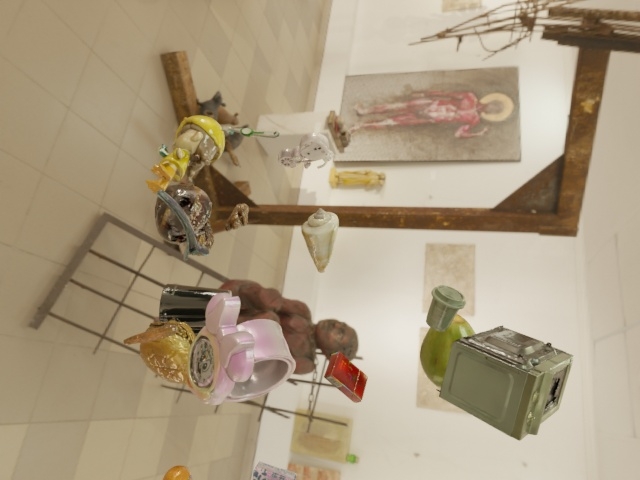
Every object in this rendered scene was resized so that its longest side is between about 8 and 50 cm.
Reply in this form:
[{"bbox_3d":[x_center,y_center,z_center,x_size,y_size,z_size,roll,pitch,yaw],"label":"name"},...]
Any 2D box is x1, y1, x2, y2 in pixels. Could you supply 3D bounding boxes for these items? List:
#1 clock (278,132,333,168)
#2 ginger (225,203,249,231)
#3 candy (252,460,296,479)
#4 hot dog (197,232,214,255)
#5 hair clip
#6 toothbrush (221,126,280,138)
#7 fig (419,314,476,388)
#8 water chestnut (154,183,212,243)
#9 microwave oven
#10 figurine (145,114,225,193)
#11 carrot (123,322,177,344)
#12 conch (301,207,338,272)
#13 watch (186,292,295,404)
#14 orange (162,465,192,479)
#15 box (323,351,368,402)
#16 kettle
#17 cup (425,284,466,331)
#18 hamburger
[{"bbox_3d":[-0.034,-0.197,0.972,0.087,0.129,0.041,36,46,-48],"label":"clock"},{"bbox_3d":[-0.393,-0.110,2.057,0.073,0.103,0.162,39,62,-29],"label":"ginger"},{"bbox_3d":[-0.175,0.900,1.575,0.073,0.160,0.092,40,63,-77],"label":"candy"},{"bbox_3d":[-0.597,-0.037,2.084,0.160,0.099,0.227,51,16,-79],"label":"hot dog"},{"bbox_3d":[-0.402,-0.047,1.236,0.275,0.083,0.048,82,-5,-45],"label":"hair clip"},{"bbox_3d":[-0.230,-0.349,1.367,0.030,0.303,0.030,-16,113,-41],"label":"toothbrush"},{"bbox_3d":[0.535,0.450,1.730,0.258,0.257,0.327,-43,128,-65],"label":"fig"},{"bbox_3d":[-0.599,-0.110,1.898,0.300,0.299,0.300,2,90,-72],"label":"water chestnut"},{"bbox_3d":[0.582,0.408,1.313,0.354,0.286,0.219,3,102,-45],"label":"microwave oven"},{"bbox_3d":[-0.487,-0.313,1.534,0.187,0.215,0.344,51,47,-25],"label":"figurine"},{"bbox_3d":[-0.608,0.341,1.516,0.047,0.191,0.047,164,-90,-79],"label":"carrot"},{"bbox_3d":[-0.011,-0.003,1.503,0.158,0.127,0.255,-87,-174,-62],"label":"conch"},{"bbox_3d":[-0.165,0.246,0.951,0.217,0.248,0.211,11,36,-41],"label":"watch"},{"bbox_3d":[-0.390,0.659,1.152,0.083,0.083,0.084,2,90,-72],"label":"orange"},{"bbox_3d":[0.101,0.526,1.631,0.175,0.048,0.112,44,41,-17],"label":"box"},{"bbox_3d":[-0.585,0.318,1.994,0.262,0.307,0.203,-162,-105,-86],"label":"kettle"},{"bbox_3d":[0.424,0.237,1.455,0.120,0.120,0.141,-44,151,-65],"label":"cup"},{"bbox_3d":[-0.614,0.464,1.758,0.158,0.318,0.319,-55,143,-50],"label":"hamburger"}]
